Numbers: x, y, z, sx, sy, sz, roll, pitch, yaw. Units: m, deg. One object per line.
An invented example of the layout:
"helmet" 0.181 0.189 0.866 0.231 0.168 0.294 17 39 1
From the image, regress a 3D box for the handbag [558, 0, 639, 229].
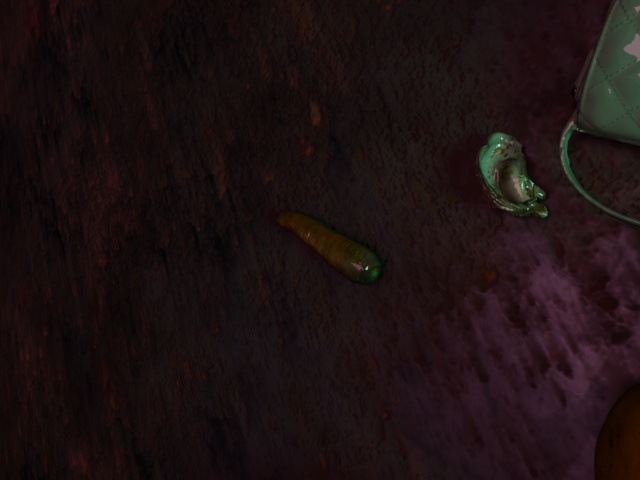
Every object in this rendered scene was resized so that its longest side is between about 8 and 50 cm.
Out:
"handbag" 0.315 -0.099 0.363 0.256 0.079 0.219 29 108 39

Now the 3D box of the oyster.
"oyster" 0.193 -0.063 0.498 0.081 0.038 0.083 19 69 15

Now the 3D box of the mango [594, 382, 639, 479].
"mango" 0.265 0.193 0.367 0.115 0.089 0.164 -34 63 30

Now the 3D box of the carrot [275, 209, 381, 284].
"carrot" 0.000 0.000 0.633 0.191 0.047 0.047 32 106 38
